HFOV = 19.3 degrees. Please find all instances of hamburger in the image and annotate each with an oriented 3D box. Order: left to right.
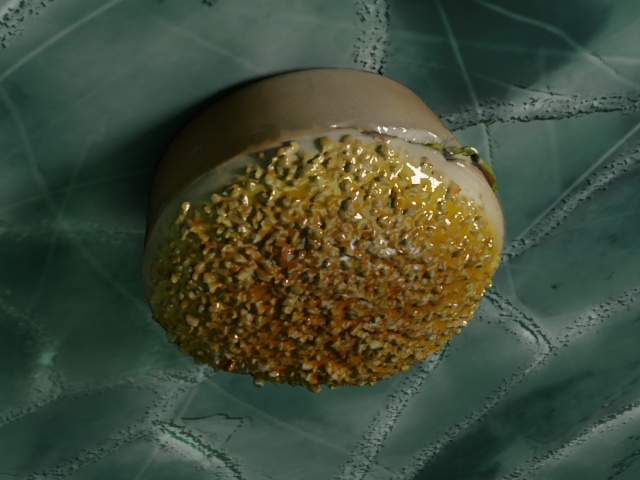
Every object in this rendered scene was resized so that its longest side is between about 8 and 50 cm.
[{"bbox_3d":[0.000,0.000,1.504,0.302,0.170,0.302,-12,140,-10],"label":"hamburger"}]
